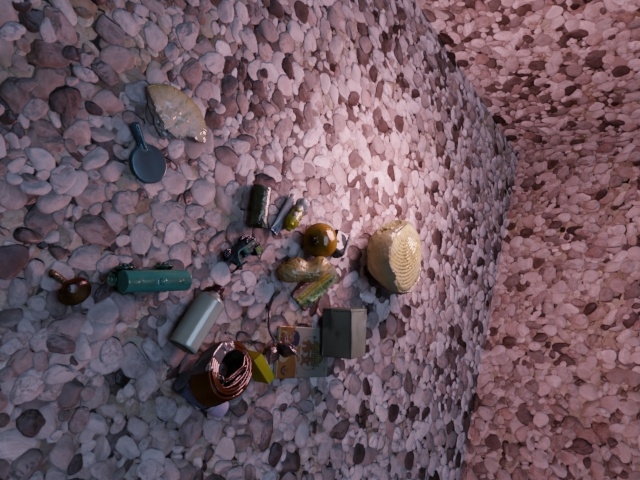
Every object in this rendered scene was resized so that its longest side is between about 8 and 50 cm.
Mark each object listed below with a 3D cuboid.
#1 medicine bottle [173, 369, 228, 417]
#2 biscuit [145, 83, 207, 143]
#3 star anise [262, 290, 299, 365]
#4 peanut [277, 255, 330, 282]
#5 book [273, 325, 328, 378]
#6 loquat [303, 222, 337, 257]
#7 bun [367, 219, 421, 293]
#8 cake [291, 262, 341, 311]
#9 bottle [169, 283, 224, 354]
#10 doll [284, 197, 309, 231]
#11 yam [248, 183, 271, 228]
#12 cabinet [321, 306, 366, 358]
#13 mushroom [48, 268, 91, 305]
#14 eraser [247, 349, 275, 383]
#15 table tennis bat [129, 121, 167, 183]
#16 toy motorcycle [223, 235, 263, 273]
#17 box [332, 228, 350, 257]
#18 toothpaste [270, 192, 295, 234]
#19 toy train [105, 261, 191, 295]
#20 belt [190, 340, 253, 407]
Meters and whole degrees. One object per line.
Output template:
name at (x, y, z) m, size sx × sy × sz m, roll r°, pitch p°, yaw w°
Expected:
medicine bottle at (-0.398, 0.524, 1.618) m, size 0.203 × 0.083 × 0.083 m, roll 50°, pitch 54°, yaw -29°
biscuit at (-0.490, -0.422, 1.631) m, size 0.265 × 0.040 × 0.188 m, roll 40°, pitch 58°, yaw -36°
star anise at (-0.163, 0.334, 1.840) m, size 0.218 × 0.148 × 0.227 m, roll -38°, pitch 116°, yaw -68°
peanut at (-0.064, 0.119, 1.945) m, size 0.229 × 0.098 × 0.103 m, roll -2°, pitch 106°, yaw -22°
book at (-0.073, 0.467, 1.998) m, size 0.295 × 0.020 × 0.208 m, roll 13°, pitch 77°, yaw -44°
loquat at (0.000, 0.000, 2.023) m, size 0.163 × 0.137 × 0.163 m, roll -21°, pitch 117°, yaw -52°
bun at (0.343, 0.077, 2.319) m, size 0.364 × 0.202 × 0.364 m, roll 3°, pitch 86°, yaw -52°
cake at (-0.029, 0.191, 2.049) m, size 0.225 × 0.090 × 0.109 m, roll -40°, pitch 118°, yaw -19°
bottle at (-0.402, 0.255, 1.621) m, size 0.104 × 0.104 × 0.245 m, roll 48°, pitch 55°, yaw -32°
doll at (-0.096, -0.109, 1.968) m, size 0.062 × 0.106 × 0.162 m, roll 30°, pitch 53°, yaw -2°
yam at (-0.231, -0.134, 1.843) m, size 0.078 × 0.078 × 0.179 m, roll 18°, pitch 75°, yaw -43°
cabinet at (0.106, 0.397, 2.075) m, size 0.150 × 0.145 × 0.206 m, roll 10°, pitch 80°, yaw -58°
mushroom at (-0.709, 0.132, 1.345) m, size 0.088 × 0.073 × 0.129 m, roll -47°, pitch 121°, yaw -2°
eraser at (-0.235, 0.470, 1.779) m, size 0.045 × 0.097 × 0.122 m, roll -43°, pitch 118°, yaw -38°
table tennis bat at (-0.567, -0.283, 1.549) m, size 0.124 × 0.033 × 0.201 m, roll -31°, pitch 111°, yaw -44°
toy motorcycle at (-0.292, 0.046, 1.783) m, size 0.173 × 0.058 × 0.100 m, roll -42°, pitch 121°, yaw -41°
box at (0.073, 0.011, 2.138) m, size 0.069 × 0.084 × 0.122 m, roll 33°, pitch 63°, yaw -30°
toothpaste at (-0.150, -0.111, 1.959) m, size 0.048 × 0.031 × 0.190 m, roll 48°, pitch 58°, yaw -43°
toy train at (-0.519, 0.120, 1.478) m, size 0.248 × 0.159 × 0.101 m, roll 2°, pitch 91°, yaw -47°
belt at (-0.328, 0.441, 1.615) m, size 0.184 × 0.105 × 0.261 m, roll 62°, pitch 23°, yaw 1°
